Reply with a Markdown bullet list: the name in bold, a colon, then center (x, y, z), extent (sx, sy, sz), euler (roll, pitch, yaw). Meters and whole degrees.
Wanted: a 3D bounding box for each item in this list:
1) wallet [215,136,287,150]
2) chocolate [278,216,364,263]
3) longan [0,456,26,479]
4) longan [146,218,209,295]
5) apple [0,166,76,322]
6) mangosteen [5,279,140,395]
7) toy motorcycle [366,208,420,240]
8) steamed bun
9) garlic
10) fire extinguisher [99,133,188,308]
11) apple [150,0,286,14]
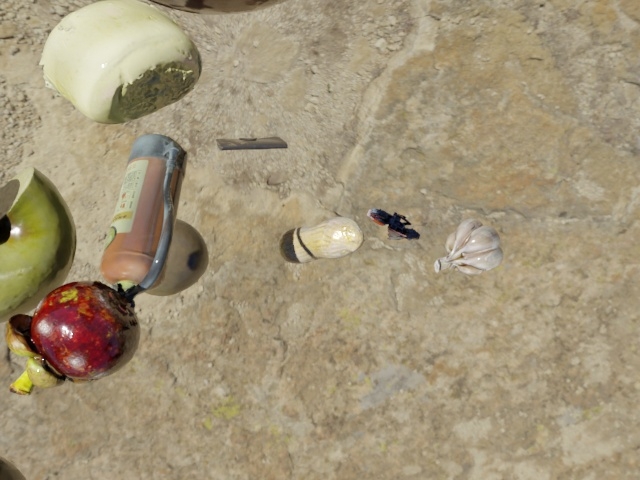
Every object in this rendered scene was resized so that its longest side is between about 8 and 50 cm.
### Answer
- **wallet**: center (-0.158, -0.221, 1.096), extent (0.157, 0.082, 0.018), euler (-5, 117, -20)
- **chocolate**: center (0.000, 0.000, 1.505), extent (0.310, 0.134, 0.134), euler (-10, 118, 36)
- **longan**: center (-0.443, 0.331, 0.514), extent (0.249, 0.248, 0.247), euler (-3, 111, -8)
- **longan**: center (-0.536, 0.056, 1.664), extent (0.298, 0.297, 0.296), euler (-3, 111, -8)
- **apple**: center (-0.561, -0.001, 0.772), extent (0.254, 0.292, 0.291), euler (-13, 118, 36)
- **mangosteen**: center (-0.355, 0.141, 0.695), extent (0.181, 0.145, 0.156), euler (-38, 102, 15)
- **toy motorcycle**: center (0.259, -0.054, 1.748), extent (0.213, 0.118, 0.084), euler (30, 78, -19)
- **steamed bun**: center (-0.385, -0.358, 0.913), extent (0.273, 0.166, 0.232), euler (-33, 72, -25)
- **garlic**: center (0.337, 0.022, 1.124), extent (0.194, 0.127, 0.131), euler (-12, 73, -29)
- **fire extinguisher**: center (-0.321, -0.033, 0.870), extent (0.113, 0.375, 0.200), euler (11, 152, -16)
- **apple**: center (-0.102, -0.305, 0.317), extent (0.345, 0.344, 0.269), euler (24, 106, -17)
